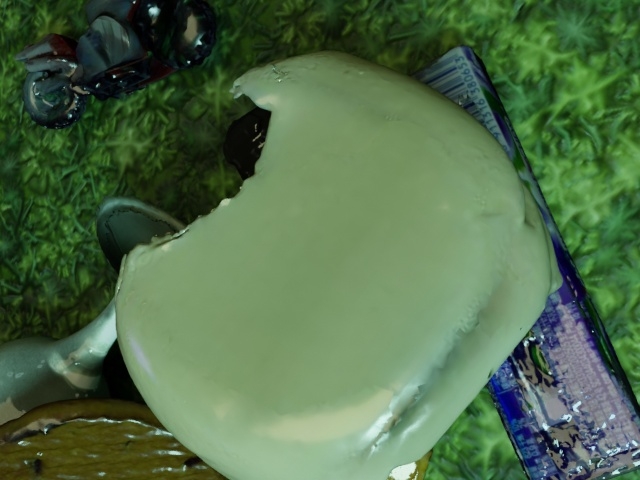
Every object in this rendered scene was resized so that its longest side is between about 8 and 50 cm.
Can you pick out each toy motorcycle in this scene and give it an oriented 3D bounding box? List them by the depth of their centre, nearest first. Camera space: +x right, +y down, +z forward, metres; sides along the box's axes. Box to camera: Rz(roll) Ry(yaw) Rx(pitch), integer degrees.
[{"bbox_3d":[-0.194,-0.185,0.702,0.213,0.082,0.122,-20,80,22],"label":"toy motorcycle"}]

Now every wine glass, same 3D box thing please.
[{"bbox_3d":[-0.216,0.114,0.670,0.321,0.143,0.143,-48,69,17],"label":"wine glass"}]

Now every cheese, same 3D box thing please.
[{"bbox_3d":[0.005,0.024,0.479,0.233,0.127,0.266,42,87,21],"label":"cheese"}]

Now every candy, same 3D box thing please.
[{"bbox_3d":[0.130,0.017,0.548,0.088,0.061,0.312,-26,76,20],"label":"candy"}]

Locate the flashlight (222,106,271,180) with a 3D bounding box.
[{"bbox_3d":[0.000,0.000,0.603,0.093,0.093,0.232,-33,69,20],"label":"flashlight"}]

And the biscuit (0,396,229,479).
[{"bbox_3d":[-0.180,0.206,0.630,0.212,0.212,0.036,-41,27,18],"label":"biscuit"}]

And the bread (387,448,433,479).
[{"bbox_3d":[0.018,0.155,0.593,0.132,0.053,0.074,30,101,13],"label":"bread"}]
